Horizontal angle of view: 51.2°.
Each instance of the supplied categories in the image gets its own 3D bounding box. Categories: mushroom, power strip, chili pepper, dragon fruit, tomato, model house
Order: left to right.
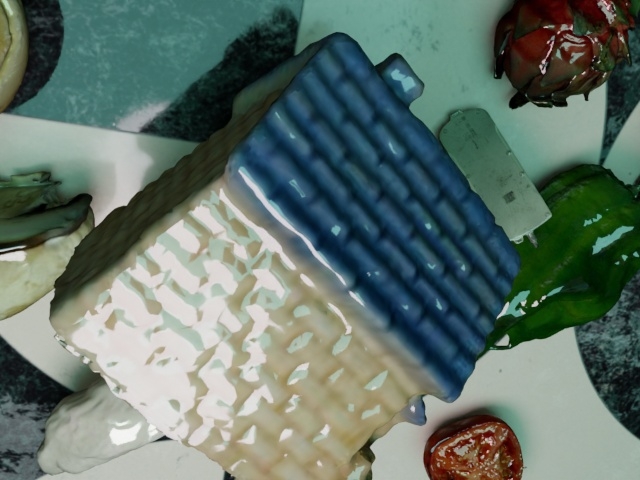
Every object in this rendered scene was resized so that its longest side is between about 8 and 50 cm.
[{"bbox_3d":[-0.425,0.024,0.870,0.267,0.189,0.164,-5,126,-9],"label":"mushroom"},{"bbox_3d":[0.000,0.000,0.782,0.400,0.445,0.395,-43,110,9],"label":"model house"},{"bbox_3d":[0.261,0.381,1.166,0.167,0.082,0.174,-22,109,-4],"label":"tomato"},{"bbox_3d":[0.250,-0.087,0.953,0.080,0.029,0.226,-30,81,7],"label":"power strip"},{"bbox_3d":[0.342,0.059,1.006,0.213,0.167,0.385,41,102,-18],"label":"chili pepper"},{"bbox_3d":[0.321,-0.268,0.876,0.182,0.182,0.188,20,89,-15],"label":"dragon fruit"}]

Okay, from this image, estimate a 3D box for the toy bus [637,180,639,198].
[{"bbox_3d":[0.650,0.000,1.005,0.250,0.209,0.439,-17,113,-3],"label":"toy bus"}]

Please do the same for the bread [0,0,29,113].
[{"bbox_3d":[-0.491,-0.247,0.749,0.306,0.159,0.305,-6,104,-24],"label":"bread"}]

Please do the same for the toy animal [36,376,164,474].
[{"bbox_3d":[-0.304,0.220,0.990,0.308,0.266,0.188,-20,103,45],"label":"toy animal"}]
